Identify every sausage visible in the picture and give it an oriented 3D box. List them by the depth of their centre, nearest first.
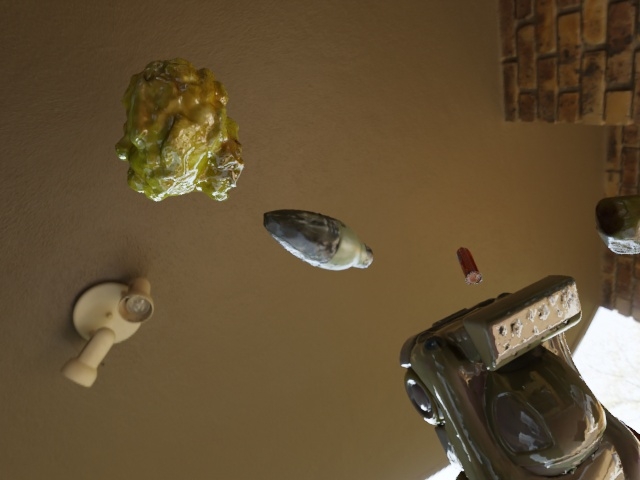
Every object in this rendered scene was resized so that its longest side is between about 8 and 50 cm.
[{"bbox_3d":[0.397,0.059,1.231,0.050,0.145,0.048,35,-62,-19],"label":"sausage"}]

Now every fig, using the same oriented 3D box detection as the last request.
[{"bbox_3d":[0.753,-0.054,1.090,0.166,0.154,0.144,-35,-20,7],"label":"fig"}]

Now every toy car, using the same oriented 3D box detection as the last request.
[{"bbox_3d":[0.288,0.240,0.606,0.242,0.226,0.336,-20,-104,-22],"label":"toy car"}]

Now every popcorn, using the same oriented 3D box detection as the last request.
[{"bbox_3d":[-0.191,-0.147,0.621,0.156,0.198,0.197,-9,-71,-34],"label":"popcorn"}]

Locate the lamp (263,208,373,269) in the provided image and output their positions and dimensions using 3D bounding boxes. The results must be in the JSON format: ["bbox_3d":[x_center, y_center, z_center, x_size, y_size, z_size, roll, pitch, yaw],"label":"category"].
[{"bbox_3d":[0.000,0.000,0.856,0.250,0.101,0.101,19,-84,-34],"label":"lamp"}]

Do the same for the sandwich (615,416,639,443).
[{"bbox_3d":[0.566,0.439,0.985,0.292,0.212,0.109,9,-73,-3],"label":"sandwich"}]
